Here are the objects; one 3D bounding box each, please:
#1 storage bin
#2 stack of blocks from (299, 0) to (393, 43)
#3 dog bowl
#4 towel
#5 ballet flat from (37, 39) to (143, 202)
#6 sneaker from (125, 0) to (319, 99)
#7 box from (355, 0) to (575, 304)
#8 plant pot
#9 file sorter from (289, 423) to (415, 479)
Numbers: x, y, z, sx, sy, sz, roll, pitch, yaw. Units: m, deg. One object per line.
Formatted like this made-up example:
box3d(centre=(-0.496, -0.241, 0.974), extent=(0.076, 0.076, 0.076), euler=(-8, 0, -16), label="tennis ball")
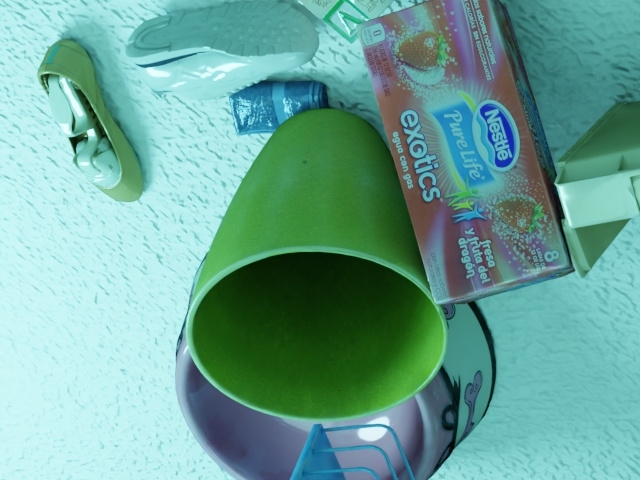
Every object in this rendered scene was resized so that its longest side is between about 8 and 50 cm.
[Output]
box3d(centre=(0.397, -0.072, 1.777), extent=(0.262, 0.260, 0.123), euler=(-10, 106, 29), label="storage bin")
box3d(centre=(0.097, -0.336, 1.824), extent=(0.171, 0.087, 0.297), euler=(40, 130, -9), label="stack of blocks")
box3d(centre=(0.002, 0.170, 2.203), extent=(0.408, 0.150, 0.408), euler=(11, 128, 15), label="dog bowl")
box3d(centre=(-0.048, -0.153, 2.060), extent=(0.119, 0.029, 0.067), euler=(3, 125, 21), label="towel")
box3d(centre=(-0.285, -0.129, 2.149), extent=(0.080, 0.073, 0.232), euler=(-7, 122, 27), label="ballet flat")
box3d(centre=(-0.102, -0.208, 2.018), extent=(0.235, 0.090, 0.095), euler=(1, 137, 27), label="sneaker")
box3d(centre=(0.156, -0.093, 1.832), extent=(0.142, 0.154, 0.300), euler=(-17, 83, 13), label="box")
box3d(centre=(0.000, 0.000, 1.963), extent=(0.275, 0.293, 0.275), euler=(1, 135, 1), label="plant pot")
box3d(centre=(0.033, 0.309, 2.086), extent=(0.104, 0.170, 0.118), euler=(-9, 121, 25), label="file sorter")
